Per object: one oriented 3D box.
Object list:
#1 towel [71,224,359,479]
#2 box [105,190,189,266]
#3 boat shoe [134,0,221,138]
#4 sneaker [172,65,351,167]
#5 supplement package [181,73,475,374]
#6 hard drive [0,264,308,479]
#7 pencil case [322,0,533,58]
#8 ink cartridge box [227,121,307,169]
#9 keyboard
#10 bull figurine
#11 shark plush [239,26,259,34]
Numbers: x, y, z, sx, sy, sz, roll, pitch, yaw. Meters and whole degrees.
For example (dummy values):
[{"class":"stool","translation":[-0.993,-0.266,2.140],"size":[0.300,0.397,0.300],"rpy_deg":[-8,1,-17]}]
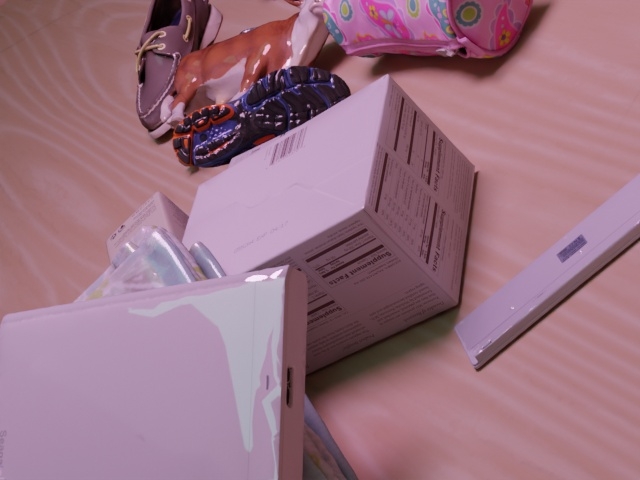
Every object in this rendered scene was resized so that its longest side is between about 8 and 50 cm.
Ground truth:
[{"class":"towel","translation":[-0.159,0.206,1.408],"size":[0.320,0.090,0.374],"rpy_deg":[-44,54,12]},{"class":"box","translation":[-0.158,0.058,1.740],"size":[0.094,0.113,0.275],"rpy_deg":[-42,25,8]},{"class":"boat shoe","translation":[-0.226,-0.274,2.332],"size":[0.117,0.097,0.324],"rpy_deg":[-29,30,29]},{"class":"sneaker","translation":[-0.069,-0.147,1.908],"size":[0.221,0.083,0.087],"rpy_deg":[-18,-9,4]},{"class":"supplement package","translation":[0.000,0.000,1.549],"size":[0.262,0.145,0.204],"rpy_deg":[-28,32,32]},{"class":"hard drive","translation":[-0.153,0.142,1.349],"size":[0.308,0.040,0.203],"rpy_deg":[-10,67,29]},{"class":"pencil case","translation":[0.116,-0.262,1.791],"size":[0.124,0.124,0.284],"rpy_deg":[-52,28,-14]},{"class":"ink cartridge box","translation":[-0.047,-0.064,1.804],"size":[0.150,0.063,0.109],"rpy_deg":[-22,34,40]},{"class":"keyboard","translation":[0.221,0.013,1.362],"size":[0.256,0.014,0.072],"rpy_deg":[-40,21,10]},{"class":"bull figurine","translation":[-0.088,-0.213,2.037],"size":[0.310,0.101,0.188],"rpy_deg":[-18,40,45]},{"class":"shark plush","translation":[-0.039,-0.279,2.121],"size":[0.161,0.073,0.067],"rpy_deg":[-34,-2,33]}]
